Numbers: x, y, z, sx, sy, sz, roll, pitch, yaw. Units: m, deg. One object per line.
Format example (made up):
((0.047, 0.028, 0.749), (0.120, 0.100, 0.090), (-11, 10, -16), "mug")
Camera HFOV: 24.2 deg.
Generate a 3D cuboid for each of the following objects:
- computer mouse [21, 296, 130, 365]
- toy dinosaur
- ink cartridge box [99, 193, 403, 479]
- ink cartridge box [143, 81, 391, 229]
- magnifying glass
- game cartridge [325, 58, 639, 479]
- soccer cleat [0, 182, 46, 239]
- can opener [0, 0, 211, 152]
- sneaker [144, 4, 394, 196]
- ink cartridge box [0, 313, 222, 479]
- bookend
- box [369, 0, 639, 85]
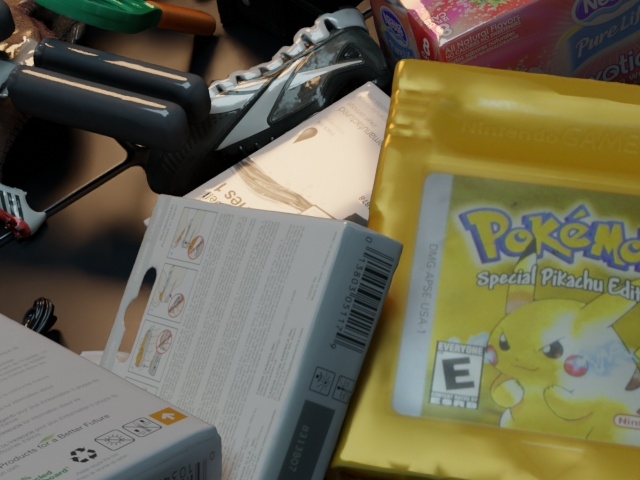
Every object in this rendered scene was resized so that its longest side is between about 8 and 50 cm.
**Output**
((-0.169, 0.106, 1.123), (0.193, 0.042, 0.106), (14, 53, 27), "computer mouse")
((-0.279, -0.168, 1.359), (0.200, 0.127, 0.296), (-13, 51, -5), "toy dinosaur")
((-0.061, 0.069, 1.015), (0.232, 0.066, 0.189), (8, 78, 57), "ink cartridge box")
((0.000, 0.000, 1.134), (0.219, 0.092, 0.160), (-33, 49, -15), "ink cartridge box")
((-0.165, -0.200, 1.308), (0.092, 0.026, 0.231), (27, 16, 25), "magnifying glass")
((0.167, 0.030, 1.010), (0.285, 0.053, 0.324), (7, 63, 7), "game cartridge")
((-0.272, -0.036, 1.279), (0.083, 0.029, 0.035), (42, 54, 8), "soccer cleat")
((-0.225, -0.143, 1.220), (0.280, 0.093, 0.074), (20, 53, 18), "can opener")
((-0.036, -0.097, 1.244), (0.234, 0.078, 0.106), (-35, 62, -6), "sneaker")
((-0.274, 0.135, 0.901), (0.307, 0.072, 0.303), (19, 31, 38), "ink cartridge box")
((-0.021, -0.234, 1.333), (0.156, 0.157, 0.072), (36, 65, 24), "bookend")
((0.204, -0.207, 1.230), (0.300, 0.142, 0.154), (-26, 47, -7), "box")
